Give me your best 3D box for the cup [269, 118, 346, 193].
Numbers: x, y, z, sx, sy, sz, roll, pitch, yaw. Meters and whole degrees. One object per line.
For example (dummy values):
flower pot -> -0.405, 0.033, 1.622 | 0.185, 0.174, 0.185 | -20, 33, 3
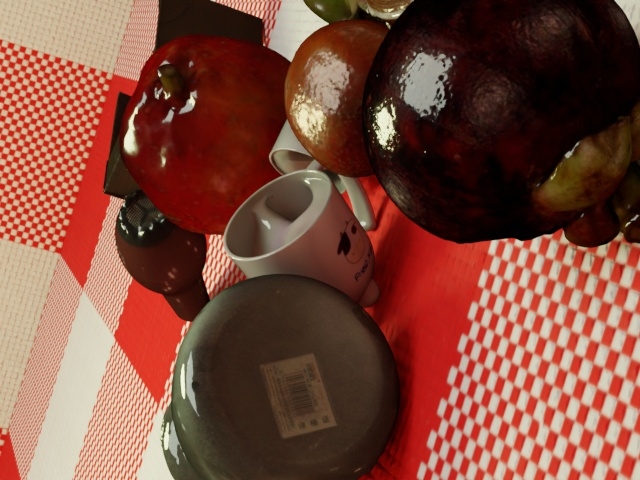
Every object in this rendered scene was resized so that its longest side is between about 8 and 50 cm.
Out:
cup -> 0.006, -0.126, 1.592 | 0.133, 0.099, 0.136 | -66, 7, -19

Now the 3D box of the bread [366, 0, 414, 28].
bread -> 0.142, -0.281, 1.325 | 0.212, 0.142, 0.224 | -33, 42, 42

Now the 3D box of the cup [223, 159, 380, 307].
cup -> -0.010, 0.007, 1.471 | 0.134, 0.142, 0.173 | -26, 33, 17

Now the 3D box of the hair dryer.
hair dryer -> -0.176, -0.070, 1.993 | 0.312, 0.123, 0.340 | 68, -139, -65

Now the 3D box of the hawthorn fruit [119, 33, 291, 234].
hawthorn fruit -> -0.128, -0.142, 1.721 | 0.307, 0.265, 0.265 | 51, -133, -67

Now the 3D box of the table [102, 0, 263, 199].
table -> -0.213, -0.220, 2.188 | 0.282, 0.196, 0.250 | -95, 26, -51

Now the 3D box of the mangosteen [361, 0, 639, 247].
mangosteen -> 0.161, -0.088, 1.031 | 0.265, 0.228, 0.228 | 38, 118, 26

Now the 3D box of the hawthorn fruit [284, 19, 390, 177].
hawthorn fruit -> 0.035, -0.158, 1.436 | 0.188, 0.169, 0.169 | 40, 117, 36

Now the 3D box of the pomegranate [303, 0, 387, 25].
pomegranate -> 0.052, -0.309, 1.612 | 0.152, 0.131, 0.191 | -65, 34, 38

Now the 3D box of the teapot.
teapot -> -0.033, 0.210, 1.405 | 0.223, 0.305, 0.285 | -43, -5, -29
